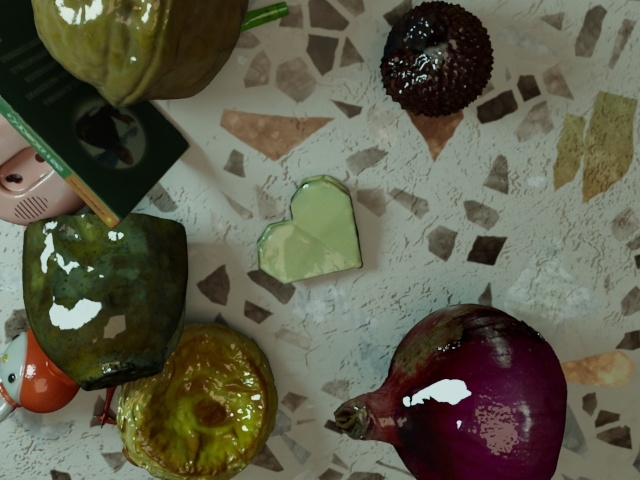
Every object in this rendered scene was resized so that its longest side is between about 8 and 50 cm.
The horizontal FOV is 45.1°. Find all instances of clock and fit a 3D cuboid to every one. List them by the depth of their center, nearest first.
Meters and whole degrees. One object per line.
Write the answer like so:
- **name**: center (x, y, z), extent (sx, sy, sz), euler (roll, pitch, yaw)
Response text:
- **clock**: center (-0.461, -0.123, 1.218), extent (0.227, 0.142, 0.241), euler (-33, 115, 10)

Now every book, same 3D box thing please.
- **book**: center (-0.377, -0.218, 1.152), extent (0.043, 0.260, 0.371), euler (-32, 107, 30)

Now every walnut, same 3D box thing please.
- **walnut**: center (-0.255, -0.358, 1.102), extent (0.306, 0.306, 0.344), euler (13, 105, -9)

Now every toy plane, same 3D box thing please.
- **toy plane**: center (-0.379, 0.250, 1.375), extent (0.126, 0.077, 0.194), euler (38, 108, -7)

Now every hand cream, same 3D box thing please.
- **hand cream**: center (-0.111, -0.360, 1.253), extent (0.122, 0.023, 0.036), euler (-17, 110, 3)

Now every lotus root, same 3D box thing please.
- **lotus root**: center (-0.342, 0.098, 1.219), extent (0.267, 0.149, 0.260), euler (0, 67, -13)

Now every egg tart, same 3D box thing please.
- **egg tart**: center (-0.216, 0.286, 1.349), extent (0.295, 0.116, 0.294), euler (7, 75, -25)

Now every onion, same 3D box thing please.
- **onion**: center (0.205, 0.282, 1.287), extent (0.385, 0.348, 0.347), euler (-3, 106, -19)

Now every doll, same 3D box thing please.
- **doll**: center (-0.467, 0.214, 1.310), extent (0.290, 0.161, 0.130), euler (-24, 135, 13)

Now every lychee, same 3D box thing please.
- **lychee**: center (0.190, -0.285, 1.230), extent (0.188, 0.188, 0.188), euler (-1, 106, -5)

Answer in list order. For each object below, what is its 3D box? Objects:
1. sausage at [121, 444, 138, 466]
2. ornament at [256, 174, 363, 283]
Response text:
- **sausage**: center (-0.271, 0.385, 1.420), extent (0.179, 0.089, 0.089), euler (6, 105, -4)
- **ornament**: center (0.000, 0.000, 1.351), extent (0.180, 0.059, 0.201), euler (34, 103, -15)
